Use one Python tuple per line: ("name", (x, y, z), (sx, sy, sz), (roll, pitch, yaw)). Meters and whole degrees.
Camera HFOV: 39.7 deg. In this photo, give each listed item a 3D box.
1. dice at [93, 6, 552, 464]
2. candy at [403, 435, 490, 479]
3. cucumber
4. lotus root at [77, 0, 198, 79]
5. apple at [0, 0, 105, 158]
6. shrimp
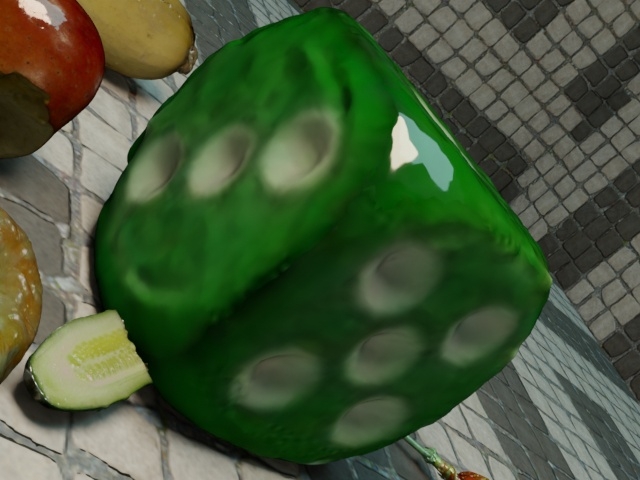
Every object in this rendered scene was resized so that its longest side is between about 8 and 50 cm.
("dice", (0.000, 0.000, 0.784), (0.287, 0.300, 0.297), (37, 18, -42))
("candy", (0.119, 0.241, 0.984), (0.201, 0.060, 0.060), (42, 16, 5))
("cucumber", (-0.168, 0.090, 0.612), (0.067, 0.035, 0.107), (62, 24, 7))
("lotus root", (-0.269, -0.290, 1.046), (0.303, 0.131, 0.146), (40, -6, -32))
("apple", (-0.266, -0.160, 0.715), (0.156, 0.147, 0.158), (28, -17, 49))
("shrimp", (-0.219, 0.048, 0.513), (0.217, 0.051, 0.115), (-77, 147, -62))
